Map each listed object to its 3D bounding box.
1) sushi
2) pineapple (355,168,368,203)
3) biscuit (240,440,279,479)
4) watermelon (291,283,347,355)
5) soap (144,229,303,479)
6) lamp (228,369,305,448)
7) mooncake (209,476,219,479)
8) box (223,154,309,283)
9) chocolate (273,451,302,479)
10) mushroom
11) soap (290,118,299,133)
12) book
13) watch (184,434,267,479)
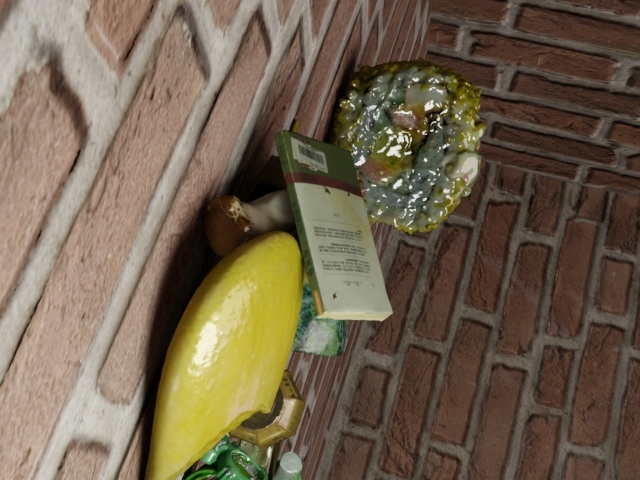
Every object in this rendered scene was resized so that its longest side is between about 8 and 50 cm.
[{"bbox_3d":[0.202,-0.221,1.896,0.240,0.351,0.396,-41,146,-73],"label":"sushi"},{"bbox_3d":[0.007,-0.069,1.628,0.166,0.166,0.193,93,14,-50],"label":"pineapple"},{"bbox_3d":[-0.133,0.459,1.857,0.335,0.078,0.329,94,10,-57],"label":"biscuit"},{"bbox_3d":[-0.046,0.126,1.674,0.256,0.176,0.260,35,65,-38],"label":"watermelon"},{"bbox_3d":[-0.129,0.183,1.183,0.306,0.115,0.427,-31,143,-51],"label":"soap"},{"bbox_3d":[-0.109,0.308,1.534,0.185,0.161,0.161,73,33,-71],"label":"lamp"},{"bbox_3d":[-0.205,0.524,1.536,0.130,0.073,0.125,-62,167,-48],"label":"mooncake"},{"bbox_3d":[-0.046,-0.040,1.349,0.240,0.159,0.071,-66,169,-50],"label":"box"},{"bbox_3d":[-0.097,0.603,2.045,0.291,0.110,0.110,109,2,-54],"label":"chocolate"},{"bbox_3d":[-0.089,-0.037,1.206,0.209,0.071,0.084,-21,84,-55],"label":"mushroom"},{"bbox_3d":[-0.054,-0.185,1.511,0.034,0.012,0.089,85,22,-64],"label":"soap"},{"bbox_3d":[0.023,-0.020,1.258,0.201,0.026,0.289,11,63,-56],"label":"book"},{"bbox_3d":[-0.181,0.431,1.422,0.152,0.165,0.131,-51,174,7],"label":"watch"}]
